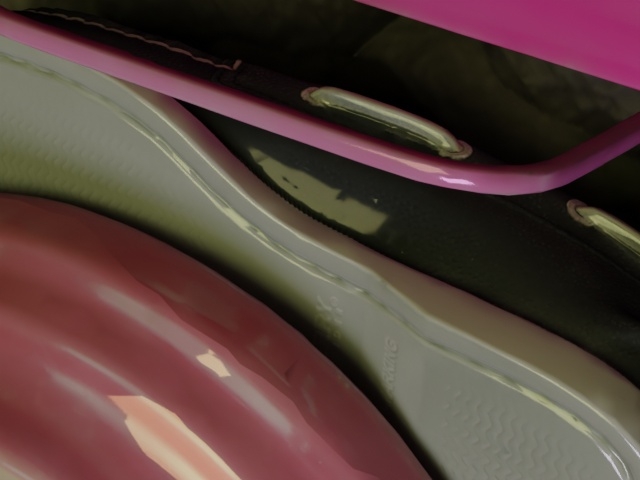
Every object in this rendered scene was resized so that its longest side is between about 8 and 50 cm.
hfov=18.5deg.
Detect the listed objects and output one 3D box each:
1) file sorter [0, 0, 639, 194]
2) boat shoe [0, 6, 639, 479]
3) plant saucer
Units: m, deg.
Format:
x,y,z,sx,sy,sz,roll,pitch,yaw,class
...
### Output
x,y,z,sx,sy,sz,roll,pitch,yaw,class
0.032,-0.181,0.527,0.202,0.182,0.291,21,115,25,file sorter
0.000,0.000,0.661,0.302,0.091,0.114,33,137,16,boat shoe
-0.084,0.143,0.707,0.332,0.084,0.332,22,132,27,plant saucer
